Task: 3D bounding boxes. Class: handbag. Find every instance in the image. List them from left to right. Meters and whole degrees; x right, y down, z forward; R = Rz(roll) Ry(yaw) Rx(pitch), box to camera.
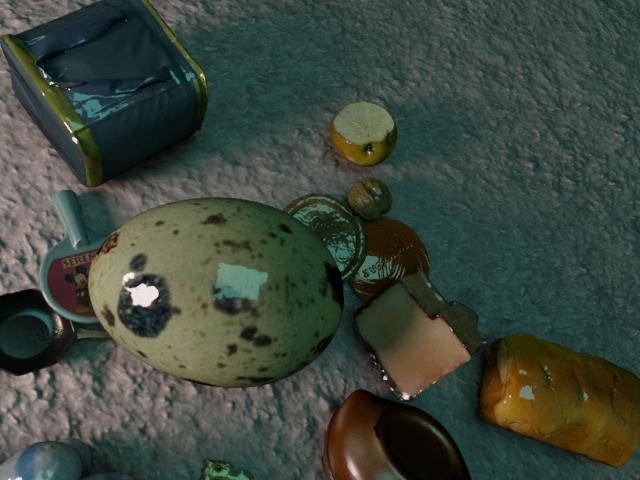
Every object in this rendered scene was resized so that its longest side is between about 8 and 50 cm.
[{"bbox_3d":[-0.359,-0.255,0.838,0.241,0.222,0.263,-35,86,-28],"label":"handbag"}]

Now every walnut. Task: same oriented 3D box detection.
[{"bbox_3d":[0.100,-0.084,0.991,0.092,0.092,0.092,5,72,-15],"label":"walnut"}]

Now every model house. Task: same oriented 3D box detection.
[{"bbox_3d":[0.183,0.155,0.891,0.183,0.166,0.172,54,31,15],"label":"model house"}]

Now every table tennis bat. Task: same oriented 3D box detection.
[{"bbox_3d":[-0.396,0.024,0.825,0.153,0.040,0.244,-15,74,-38],"label":"table tennis bat"}]

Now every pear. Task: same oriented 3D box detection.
[{"bbox_3d":[0.087,-0.209,1.015,0.141,0.104,0.141,0,54,0],"label":"pear"}]

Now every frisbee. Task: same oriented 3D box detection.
[{"bbox_3d":[0.135,0.039,0.985,0.192,0.035,0.192,4,72,-14],"label":"frisbee"}]

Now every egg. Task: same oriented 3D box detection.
[{"bbox_3d":[-0.151,0.076,0.751,0.379,0.287,0.288,6,71,-16],"label":"egg"}]

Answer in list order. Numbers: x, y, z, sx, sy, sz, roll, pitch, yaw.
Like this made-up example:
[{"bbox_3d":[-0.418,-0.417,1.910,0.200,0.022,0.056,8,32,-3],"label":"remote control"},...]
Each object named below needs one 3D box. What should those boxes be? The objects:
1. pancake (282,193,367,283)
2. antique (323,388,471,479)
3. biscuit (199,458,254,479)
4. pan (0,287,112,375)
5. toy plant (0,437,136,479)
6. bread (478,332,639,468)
[{"bbox_3d":[0.000,0.000,0.953,0.199,0.021,0.199,2,72,-7],"label":"pancake"},{"bbox_3d":[0.133,0.369,0.801,0.278,0.129,0.223,44,37,17],"label":"antique"},{"bbox_3d":[-0.140,0.465,0.778,0.144,0.016,0.203,16,70,-11],"label":"biscuit"},{"bbox_3d":[-0.426,0.162,0.772,0.202,0.048,0.128,31,56,-16],"label":"pan"},{"bbox_3d":[-0.402,0.373,0.628,0.332,0.247,0.247,-2,73,-20],"label":"toy plant"},{"bbox_3d":[0.472,0.302,0.935,0.344,0.149,0.195,19,69,-10],"label":"bread"}]
